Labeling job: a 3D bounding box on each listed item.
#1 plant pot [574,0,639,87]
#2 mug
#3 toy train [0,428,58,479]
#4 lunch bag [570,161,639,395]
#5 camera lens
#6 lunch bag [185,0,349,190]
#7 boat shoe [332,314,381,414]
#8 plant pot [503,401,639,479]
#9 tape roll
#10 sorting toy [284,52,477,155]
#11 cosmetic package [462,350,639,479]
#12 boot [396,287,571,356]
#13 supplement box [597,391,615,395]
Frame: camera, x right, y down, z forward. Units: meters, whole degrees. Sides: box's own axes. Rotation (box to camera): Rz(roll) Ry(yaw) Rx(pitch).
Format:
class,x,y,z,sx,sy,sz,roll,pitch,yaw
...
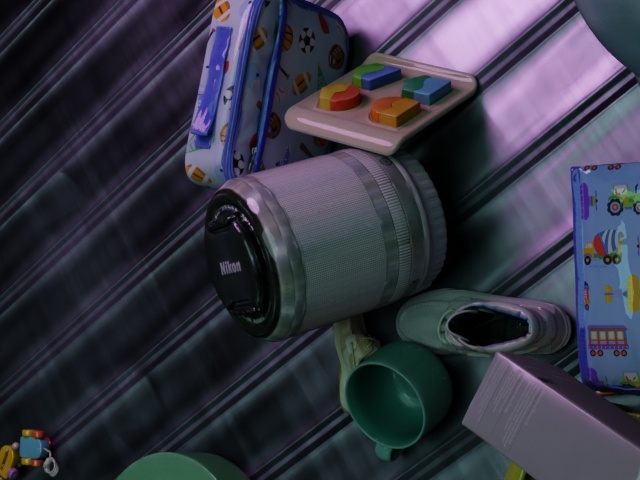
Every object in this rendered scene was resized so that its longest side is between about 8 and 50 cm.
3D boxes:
class,x,y,z,sx,sy,sz,roll,pitch,yaw
plant pot,0.441,-0.289,1.706,0.293,0.293,0.196,-6,108,33
mug,0.105,0.208,1.951,0.129,0.097,0.158,49,134,7
toy train,-0.479,0.382,2.368,0.166,0.046,0.125,-44,64,25
lunch bag,0.419,0.059,1.722,0.221,0.138,0.293,-2,79,31
camera lens,0.000,0.000,1.911,0.219,0.274,0.219,39,137,48
lunch bag,-0.077,-0.196,2.043,0.115,0.243,0.303,9,88,35
boat shoe,0.058,0.158,2.022,0.059,0.063,0.170,-6,90,31
plant pot,0.345,0.301,1.714,0.207,0.228,0.227,21,95,41
tape roll,-0.205,0.473,2.133,0.321,0.077,0.321,-8,78,39
sorting toy,0.083,-0.196,1.978,0.193,0.208,0.038,18,132,34
cosmetic package,0.283,0.221,1.555,0.238,0.127,0.107,31,99,44
boot,0.190,0.105,1.897,0.258,0.123,0.095,-2,83,34
supplement box,0.370,0.145,1.823,0.062,0.036,0.098,-11,78,32
